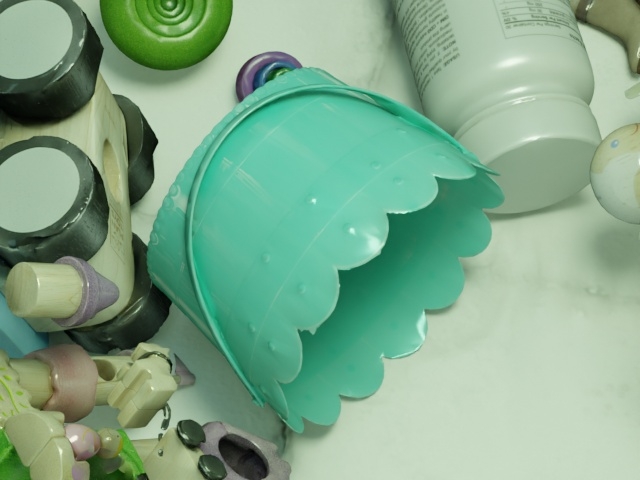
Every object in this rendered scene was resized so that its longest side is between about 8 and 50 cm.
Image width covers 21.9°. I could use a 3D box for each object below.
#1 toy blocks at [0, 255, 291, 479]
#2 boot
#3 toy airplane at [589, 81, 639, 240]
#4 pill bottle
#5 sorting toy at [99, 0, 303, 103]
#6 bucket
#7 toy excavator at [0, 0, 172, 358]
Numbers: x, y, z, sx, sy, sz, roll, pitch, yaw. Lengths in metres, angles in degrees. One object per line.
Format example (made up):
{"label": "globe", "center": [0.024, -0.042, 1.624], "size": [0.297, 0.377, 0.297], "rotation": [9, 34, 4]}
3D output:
{"label": "toy blocks", "center": [-0.134, 0.180, 1.304], "size": [0.260, 0.309, 0.288], "rotation": [5, 41, -48]}
{"label": "boot", "center": [0.289, -0.222, 1.644], "size": [0.087, 0.042, 0.118], "rotation": [13, 61, 12]}
{"label": "toy airplane", "center": [0.368, -0.048, 1.399], "size": [0.272, 0.386, 0.384], "rotation": [-7, 73, 12]}
{"label": "pill bottle", "center": [0.163, -0.178, 1.546], "size": [0.160, 0.160, 0.283], "rotation": [-10, 63, -6]}
{"label": "sorting toy", "center": [-0.151, -0.237, 1.507], "size": [0.365, 0.126, 0.127], "rotation": [39, 84, -12]}
{"label": "bucket", "center": [0.000, 0.000, 1.396], "size": [0.183, 0.281, 0.281], "rotation": [38, 67, 20]}
{"label": "toy excavator", "center": [-0.369, 0.044, 1.416], "size": [0.445, 0.222, 0.432], "rotation": [-11, 62, 8]}
